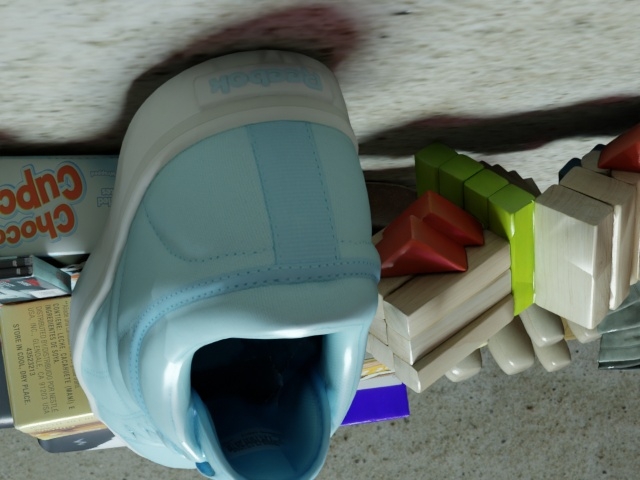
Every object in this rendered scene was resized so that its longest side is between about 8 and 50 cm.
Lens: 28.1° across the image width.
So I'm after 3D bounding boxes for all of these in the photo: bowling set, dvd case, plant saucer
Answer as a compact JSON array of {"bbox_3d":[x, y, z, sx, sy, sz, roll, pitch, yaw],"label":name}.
[{"bbox_3d":[0.246,0.048,1.433,0.200,0.154,0.287,-33,159,29],"label":"bowling set"},{"bbox_3d":[-0.196,0.024,0.656,0.119,0.013,0.087,-5,172,1],"label":"dvd case"},{"bbox_3d":[0.000,0.000,0.960,0.168,0.029,0.168,-9,161,-3],"label":"plant saucer"}]

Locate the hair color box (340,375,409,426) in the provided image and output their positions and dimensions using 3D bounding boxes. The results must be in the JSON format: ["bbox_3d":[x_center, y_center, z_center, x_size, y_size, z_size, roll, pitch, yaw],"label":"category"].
[{"bbox_3d":[-0.028,0.134,1.537,0.110,0.185,0.339,-4,172,-25],"label":"hair color box"}]

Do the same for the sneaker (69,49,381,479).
[{"bbox_3d":[-0.056,0.070,0.644,0.135,0.150,0.366,-5,151,-11],"label":"sneaker"}]

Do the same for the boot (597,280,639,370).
[{"bbox_3d":[0.279,0.056,1.288,0.246,0.161,0.083,-5,173,-13],"label":"boot"}]

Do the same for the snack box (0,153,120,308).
[{"bbox_3d":[-0.208,0.006,0.796,0.187,0.060,0.322,-3,172,-31],"label":"snack box"}]

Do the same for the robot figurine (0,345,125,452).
[{"bbox_3d":[-0.176,0.105,1.166,0.278,0.209,0.173,-5,137,-13],"label":"robot figurine"}]

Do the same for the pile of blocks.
[{"bbox_3d":[0.165,-0.035,0.770,0.362,0.149,0.112,-15,131,-8],"label":"pile of blocks"}]

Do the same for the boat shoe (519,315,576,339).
[{"bbox_3d":[0.239,0.063,1.639,0.277,0.098,0.096,7,-164,-17],"label":"boat shoe"}]

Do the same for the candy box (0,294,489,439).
[{"bbox_3d":[-0.057,0.072,0.917,0.316,0.087,0.183,-10,171,-9],"label":"candy box"}]
